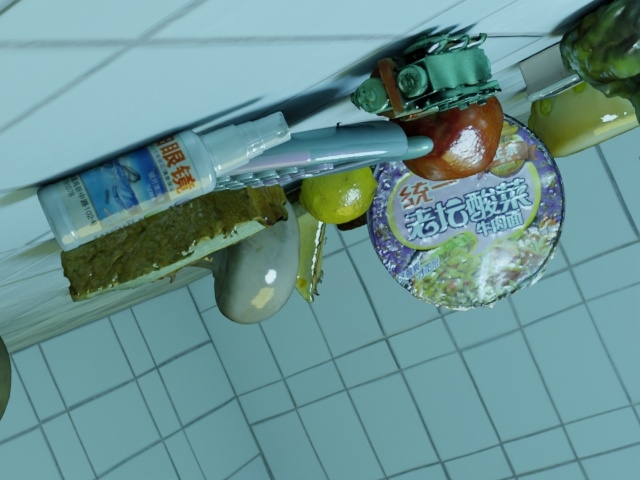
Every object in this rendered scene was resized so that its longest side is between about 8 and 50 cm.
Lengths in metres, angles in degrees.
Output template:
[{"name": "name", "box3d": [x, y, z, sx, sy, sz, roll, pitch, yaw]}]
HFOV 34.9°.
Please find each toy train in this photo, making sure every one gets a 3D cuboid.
[{"name": "toy train", "box3d": [0.099, -0.150, 0.979, 0.118, 0.074, 0.176, -18, -177, 34]}]

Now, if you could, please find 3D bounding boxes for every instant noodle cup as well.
[{"name": "instant noodle cup", "box3d": [0.223, -0.061, 1.773, 0.339, 0.340, 0.266, -24, -173, -4]}]

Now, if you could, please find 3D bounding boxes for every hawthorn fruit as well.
[{"name": "hawthorn fruit", "box3d": [0.138, -0.130, 1.144, 0.132, 0.133, 0.138, -24, 162, 21]}]

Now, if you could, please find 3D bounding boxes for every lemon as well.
[{"name": "lemon", "box3d": [0.025, -0.080, 1.583, 0.133, 0.109, 0.109, -15, -179, 17]}]

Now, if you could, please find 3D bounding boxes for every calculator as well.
[{"name": "calculator", "box3d": [-0.022, -0.084, 1.021, 0.298, 0.041, 0.185, -10, -179, -29]}]

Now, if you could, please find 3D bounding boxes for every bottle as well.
[{"name": "bottle", "box3d": [-0.128, -0.057, 0.862, 0.217, 0.060, 0.060, -23, 178, -13]}]

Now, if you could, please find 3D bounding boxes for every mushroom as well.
[{"name": "mushroom", "box3d": [-0.121, 0.028, 1.455, 0.209, 0.206, 0.206, -22, 178, -13]}]

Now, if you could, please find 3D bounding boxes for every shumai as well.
[{"name": "shumai", "box3d": [0.478, -0.207, 1.245, 0.304, 0.263, 0.309, -22, 179, 1]}]

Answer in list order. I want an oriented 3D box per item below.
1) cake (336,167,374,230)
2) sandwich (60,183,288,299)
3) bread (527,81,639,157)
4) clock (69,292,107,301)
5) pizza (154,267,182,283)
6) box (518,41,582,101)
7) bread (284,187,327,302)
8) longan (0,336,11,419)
[{"name": "cake", "box3d": [0.064, -0.082, 2.141, 0.135, 0.112, 0.246, -22, 179, 15]}, {"name": "sandwich", "box3d": [-0.168, -0.014, 1.240, 0.251, 0.087, 0.226, -22, 177, 10]}, {"name": "bread", "box3d": [0.544, -0.273, 1.946, 0.333, 0.160, 0.333, -22, 178, -1]}, {"name": "clock", "box3d": [-0.382, 0.070, 2.015, 0.235, 0.029, 0.235, -24, 178, -1]}, {"name": "pizza", "box3d": [-0.205, 0.005, 1.609, 0.365, 0.074, 0.182, -22, 168, -44]}, {"name": "box", "box3d": [0.347, -0.250, 1.491, 0.089, 0.062, 0.122, -25, 178, 33]}, {"name": "bread", "box3d": [0.000, 0.000, 1.827, 0.135, 0.178, 0.240, -25, -168, 9]}, {"name": "longan", "box3d": [-0.449, 0.161, 1.127, 0.220, 0.197, 0.196, -32, 177, 12]}]
